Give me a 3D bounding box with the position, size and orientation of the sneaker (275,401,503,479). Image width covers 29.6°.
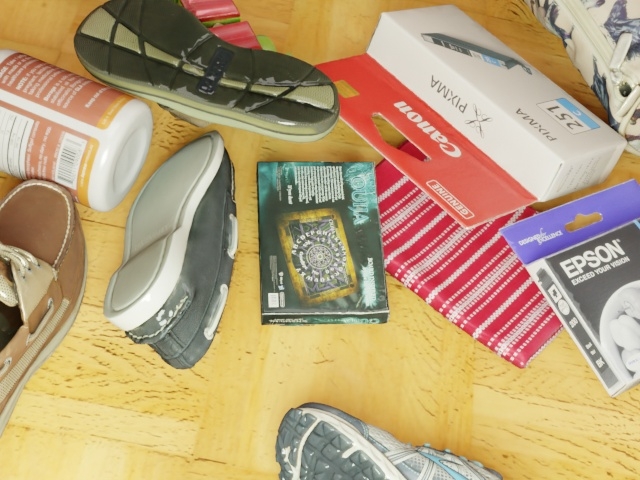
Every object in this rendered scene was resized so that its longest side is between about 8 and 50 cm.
[{"bbox_3d":[0.090,0.226,1.026,0.283,0.110,0.122,34,32,15],"label":"sneaker"}]

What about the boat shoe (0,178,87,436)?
[{"bbox_3d":[-0.284,0.054,1.065,0.123,0.116,0.324,13,46,-2],"label":"boat shoe"}]

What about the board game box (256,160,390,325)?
[{"bbox_3d":[0.000,0.000,1.222,0.126,0.026,0.186,0,56,-5],"label":"board game box"}]

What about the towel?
[{"bbox_3d":[0.157,0.000,1.282,0.275,0.031,0.199,37,51,20],"label":"towel"}]

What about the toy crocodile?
[{"bbox_3d":[-0.134,-0.253,1.393,0.115,0.105,0.340,-17,53,-27],"label":"toy crocodile"}]

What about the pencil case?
[{"bbox_3d":[0.342,-0.290,1.497,0.184,0.160,0.410,18,35,-46],"label":"pencil case"}]

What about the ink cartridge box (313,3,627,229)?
[{"bbox_3d":[0.157,-0.151,1.362,0.261,0.066,0.296,-18,52,-43],"label":"ink cartridge box"}]

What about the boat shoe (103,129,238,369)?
[{"bbox_3d":[-0.130,0.004,1.171,0.091,0.114,0.302,48,32,-25],"label":"boat shoe"}]

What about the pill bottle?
[{"bbox_3d":[-0.289,-0.121,1.224,0.216,0.121,0.121,23,47,7],"label":"pill bottle"}]

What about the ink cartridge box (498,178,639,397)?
[{"bbox_3d":[0.320,0.034,1.249,0.206,0.045,0.208,-20,67,-29],"label":"ink cartridge box"}]

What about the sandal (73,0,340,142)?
[{"bbox_3d":[-0.125,-0.161,1.257,0.303,0.086,0.120,25,60,13],"label":"sandal"}]
